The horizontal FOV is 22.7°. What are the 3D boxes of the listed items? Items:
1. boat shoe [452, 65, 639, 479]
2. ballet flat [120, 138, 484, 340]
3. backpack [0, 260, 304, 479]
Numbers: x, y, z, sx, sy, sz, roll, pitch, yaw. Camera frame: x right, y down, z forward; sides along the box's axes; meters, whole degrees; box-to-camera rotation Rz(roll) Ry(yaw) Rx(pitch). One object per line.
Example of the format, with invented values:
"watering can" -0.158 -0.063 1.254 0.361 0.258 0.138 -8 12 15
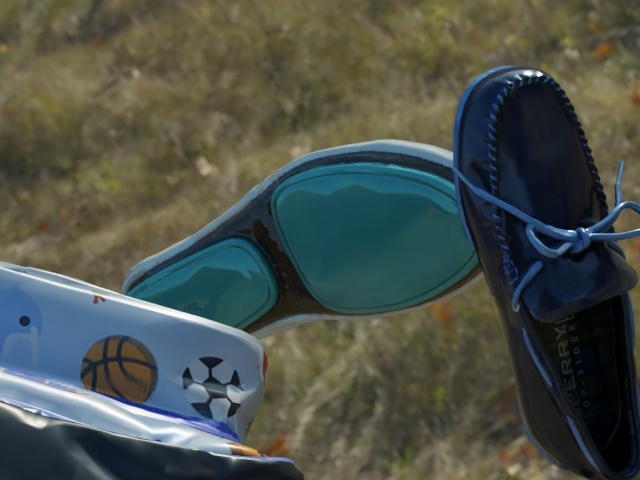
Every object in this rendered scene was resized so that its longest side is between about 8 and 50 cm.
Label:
"boat shoe" 0.154 0.020 0.938 0.109 0.258 0.089 -26 19 -14
"ballet flat" 0.000 0.000 1.241 0.400 0.139 0.139 -22 23 42
"backpack" -0.143 0.133 0.666 0.263 0.277 0.213 114 174 -55
